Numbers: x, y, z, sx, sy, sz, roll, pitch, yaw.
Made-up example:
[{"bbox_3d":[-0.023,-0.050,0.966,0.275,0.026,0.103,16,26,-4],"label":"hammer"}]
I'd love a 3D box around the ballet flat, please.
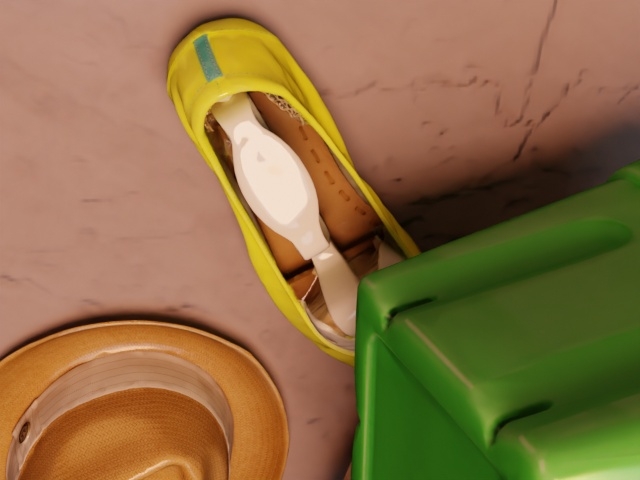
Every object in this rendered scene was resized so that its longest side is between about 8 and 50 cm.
[{"bbox_3d":[0.000,0.000,0.573,0.077,0.077,0.231,-30,121,4],"label":"ballet flat"}]

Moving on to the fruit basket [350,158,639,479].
[{"bbox_3d":[0.200,0.152,0.529,0.391,0.283,0.392,-6,110,-16],"label":"fruit basket"}]

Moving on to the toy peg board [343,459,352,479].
[{"bbox_3d":[0.104,0.118,0.630,0.161,0.079,0.161,0,122,-38],"label":"toy peg board"}]

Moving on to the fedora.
[{"bbox_3d":[-0.103,0.135,0.626,0.194,0.079,0.194,-5,119,-10],"label":"fedora"}]
